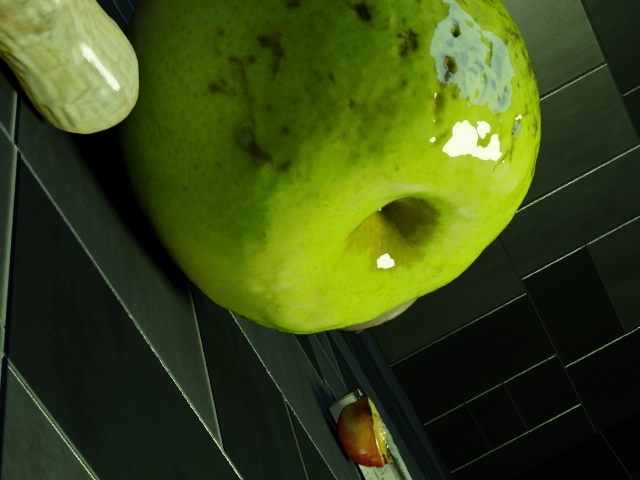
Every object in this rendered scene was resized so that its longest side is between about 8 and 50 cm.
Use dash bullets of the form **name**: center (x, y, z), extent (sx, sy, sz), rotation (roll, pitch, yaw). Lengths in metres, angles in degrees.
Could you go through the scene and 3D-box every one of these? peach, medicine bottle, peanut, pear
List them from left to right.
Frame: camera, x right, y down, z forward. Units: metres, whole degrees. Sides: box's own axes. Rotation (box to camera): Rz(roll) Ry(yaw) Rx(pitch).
- **peanut**: center (-0.186, -0.149, 0.881), extent (0.087, 0.087, 0.207), rotation (64, 3, 38)
- **pear**: center (-0.009, -0.121, 1.140), extent (0.391, 0.391, 0.391), rotation (61, 3, -5)
- **peach**: center (0.053, 0.247, 1.648), extent (0.098, 0.061, 0.098), rotation (-16, 90, -82)
- **medicine bottle**: center (0.083, 0.299, 1.781), extent (0.171, 0.052, 0.201), rotation (62, 2, 17)

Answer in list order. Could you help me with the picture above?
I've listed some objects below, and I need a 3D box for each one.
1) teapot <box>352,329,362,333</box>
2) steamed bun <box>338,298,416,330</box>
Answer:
- **teapot**: center (0.028, 0.090, 2.151), extent (0.119, 0.130, 0.165), rotation (31, -22, -12)
- **steamed bun**: center (0.000, 0.000, 1.921), extent (0.251, 0.199, 0.301), rotation (40, 5, -31)
